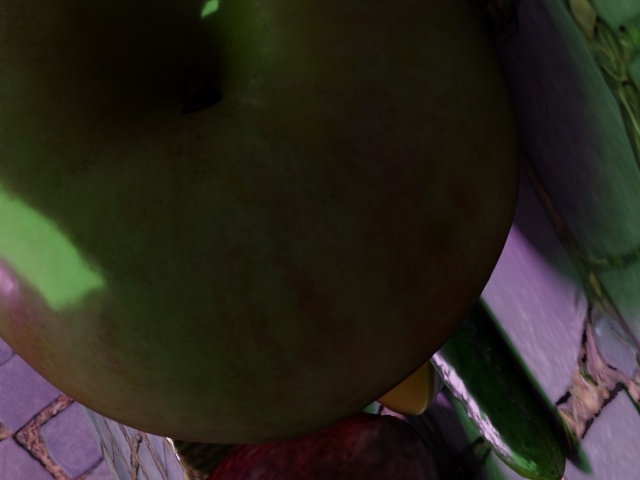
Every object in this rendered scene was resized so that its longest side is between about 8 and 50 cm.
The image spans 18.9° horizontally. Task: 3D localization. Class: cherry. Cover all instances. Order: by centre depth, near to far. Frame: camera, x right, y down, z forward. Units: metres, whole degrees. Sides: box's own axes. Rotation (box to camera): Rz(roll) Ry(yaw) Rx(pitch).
[{"bbox_3d":[0.007,0.227,1.211,0.230,0.203,0.300,48,142,41],"label":"cherry"}]

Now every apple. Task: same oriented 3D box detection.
[{"bbox_3d":[-0.041,-0.035,0.854,0.257,0.257,0.234,61,178,20],"label":"apple"}]

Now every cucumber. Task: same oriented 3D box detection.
[{"bbox_3d":[0.082,0.069,1.012,0.155,0.037,0.037,58,164,29],"label":"cucumber"}]

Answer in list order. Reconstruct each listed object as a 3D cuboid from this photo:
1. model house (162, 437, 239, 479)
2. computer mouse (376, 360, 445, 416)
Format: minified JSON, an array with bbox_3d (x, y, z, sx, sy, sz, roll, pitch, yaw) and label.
[{"bbox_3d":[-0.079,0.079,1.324,0.189,0.195,0.214,52,164,20],"label":"model house"},{"bbox_3d":[0.000,0.000,1.161,0.245,0.056,0.126,59,163,32],"label":"computer mouse"}]
